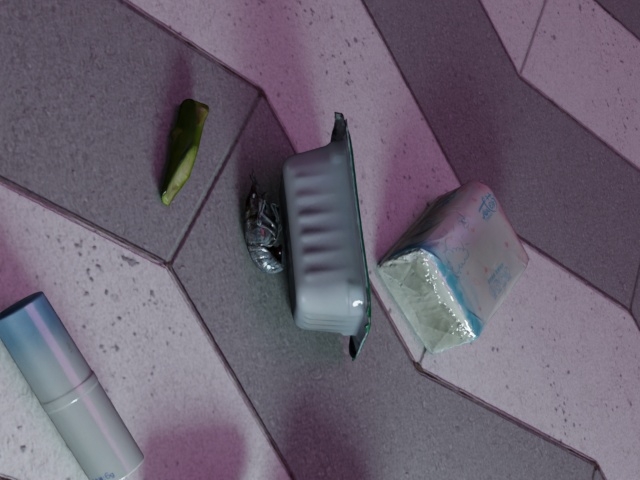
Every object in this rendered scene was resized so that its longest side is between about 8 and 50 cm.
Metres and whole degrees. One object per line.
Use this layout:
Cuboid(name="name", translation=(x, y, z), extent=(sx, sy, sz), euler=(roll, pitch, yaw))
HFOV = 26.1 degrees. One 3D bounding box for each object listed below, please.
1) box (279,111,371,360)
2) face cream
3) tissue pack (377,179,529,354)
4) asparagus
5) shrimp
Cuboid(name="box", translation=(0.000, 0.000, 2.090), extent=(0.106, 0.264, 0.336), euler=(-4, 73, -5))
Cuboid(name="face cream", translation=(-0.314, 0.187, 1.724), extent=(0.077, 0.077, 0.250), euler=(-43, 108, -49))
Cuboid(name="tissue pack", translation=(0.235, 0.044, 2.382), extent=(0.201, 0.124, 0.271), euler=(61, 39, -15))
Cuboid(name="asparagus", translation=(-0.200, -0.130, 2.024), extent=(0.045, 0.041, 0.178), euler=(28, 55, -28))
Cuboid(name="shrimp", translation=(-0.087, -0.031, 2.098), extent=(0.065, 0.056, 0.165), euler=(2, 82, -32))
